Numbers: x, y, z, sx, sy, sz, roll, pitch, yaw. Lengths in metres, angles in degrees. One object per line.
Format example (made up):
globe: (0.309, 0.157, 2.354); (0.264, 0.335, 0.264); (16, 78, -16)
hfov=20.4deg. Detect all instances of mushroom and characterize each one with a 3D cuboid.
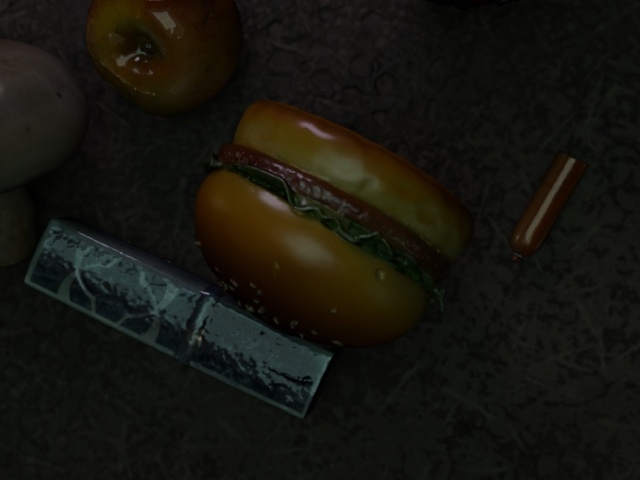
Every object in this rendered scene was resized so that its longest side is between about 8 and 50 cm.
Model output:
mushroom: (-0.314, -0.081, 1.566); (0.206, 0.206, 0.209); (23, 105, 6)

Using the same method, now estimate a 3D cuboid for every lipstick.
lipstick: (-0.126, 0.067, 1.605); (0.289, 0.076, 0.077); (25, 97, 8)

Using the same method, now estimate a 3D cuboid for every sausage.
sausage: (0.199, -0.028, 1.583); (0.031, 0.031, 0.107); (29, 97, 5)

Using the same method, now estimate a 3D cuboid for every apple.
apple: (-0.139, -0.184, 1.571); (0.146, 0.146, 0.147); (0, 92, 7)

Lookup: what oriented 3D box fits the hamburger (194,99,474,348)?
hamburger: (0.001, 0.000, 1.505); (0.246, 0.246, 0.170); (29, 83, 5)

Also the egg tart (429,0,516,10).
egg tart: (0.130, -0.298, 1.512); (0.215, 0.171, 0.215); (0, 92, 8)
